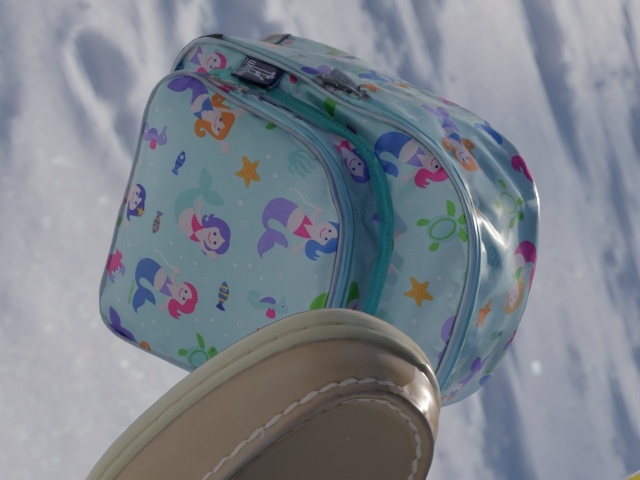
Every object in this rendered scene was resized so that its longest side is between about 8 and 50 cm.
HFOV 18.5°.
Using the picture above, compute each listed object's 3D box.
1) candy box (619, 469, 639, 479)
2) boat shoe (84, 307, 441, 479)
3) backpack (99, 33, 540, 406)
[{"bbox_3d":[0.343,0.188,1.737,0.105,0.206,0.027,-22,80,-39],"label":"candy box"},{"bbox_3d":[-0.061,0.180,0.755,0.122,0.341,0.110,30,14,-28],"label":"boat shoe"},{"bbox_3d":[0.000,0.000,1.225,0.191,0.253,0.225,-18,128,-61],"label":"backpack"}]
